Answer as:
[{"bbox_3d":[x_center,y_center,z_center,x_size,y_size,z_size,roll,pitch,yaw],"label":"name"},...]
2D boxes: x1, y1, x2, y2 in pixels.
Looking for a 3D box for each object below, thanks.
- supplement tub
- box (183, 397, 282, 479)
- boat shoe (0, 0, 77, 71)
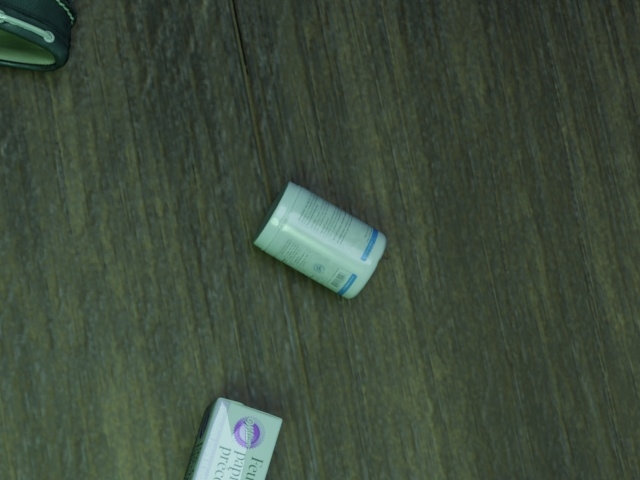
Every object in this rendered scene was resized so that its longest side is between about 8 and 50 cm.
[{"bbox_3d":[0.000,0.000,1.554,0.107,0.071,0.071,31,70,-7],"label":"supplement tub"},{"bbox_3d":[-0.112,0.299,1.451,0.063,0.067,0.324,20,73,-10],"label":"box"},{"bbox_3d":[-0.364,-0.213,1.483,0.302,0.114,0.091,5,69,-14],"label":"boat shoe"}]
